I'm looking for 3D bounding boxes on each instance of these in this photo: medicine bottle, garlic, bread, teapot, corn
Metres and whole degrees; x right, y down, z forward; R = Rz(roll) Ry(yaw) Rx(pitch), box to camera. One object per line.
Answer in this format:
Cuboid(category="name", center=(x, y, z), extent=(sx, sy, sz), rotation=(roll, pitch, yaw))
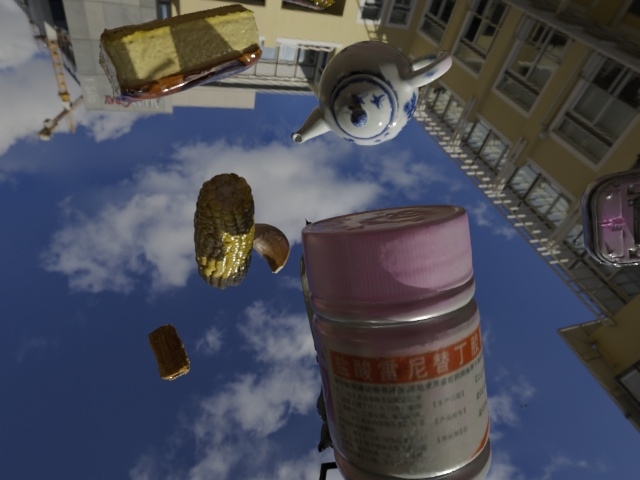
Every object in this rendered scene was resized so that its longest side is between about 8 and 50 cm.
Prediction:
Cuboid(category="medicine bottle", center=(0.094, 0.124, 0.503), extent=(0.203, 0.315, 0.202), rotation=(-9, -171, 1))
Cuboid(category="garlic", center=(-0.183, 0.006, 1.333), extent=(0.091, 0.198, 0.128), rotation=(-10, -139, 42))
Cuboid(category="bread", center=(-0.337, -0.429, 0.951), extent=(0.333, 0.143, 0.324), rotation=(-24, -155, -18))
Cuboid(category="teapot", center=(0.115, -0.351, 1.001), extent=(0.425, 0.252, 0.279), rotation=(-18, -149, 28))
Cuboid(category="corn", center=(-0.158, 0.006, 0.664), extent=(0.102, 0.310, 0.101), rotation=(6, -115, -13))
Cuboid(category="bread", center=(-0.368, 0.269, 0.977), extent=(0.132, 0.074, 0.053), rotation=(62, -161, 13))

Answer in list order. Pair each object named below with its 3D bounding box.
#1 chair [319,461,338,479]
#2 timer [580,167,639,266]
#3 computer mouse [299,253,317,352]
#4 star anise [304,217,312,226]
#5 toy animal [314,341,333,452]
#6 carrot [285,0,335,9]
Cuboid(category="chair", center=(0.069, 0.493, 0.767), extent=(0.247, 0.158, 0.172), rotation=(9, -135, 5))
Cuboid(category="timer", center=(0.677, -0.048, 0.868), extent=(0.191, 0.208, 0.069), rotation=(-11, -169, 15))
Cuboid(category="computer mouse", center=(0.040, 0.141, 0.941), extent=(0.095, 0.197, 0.330), rotation=(6, -120, -36))
Cuboid(category="star anise", center=(-0.004, 0.003, 1.404), extent=(0.054, 0.212, 0.157), rotation=(-30, -111, -2))
Cuboid(category="toy animal", center=(0.044, 0.276, 0.707), extent=(0.121, 0.117, 0.209), rotation=(3, -102, 0))
Cuboid(category="carrot", center=(-0.048, -0.537, 0.842), extent=(0.173, 0.082, 0.082), rotation=(-2, -137, -42))
